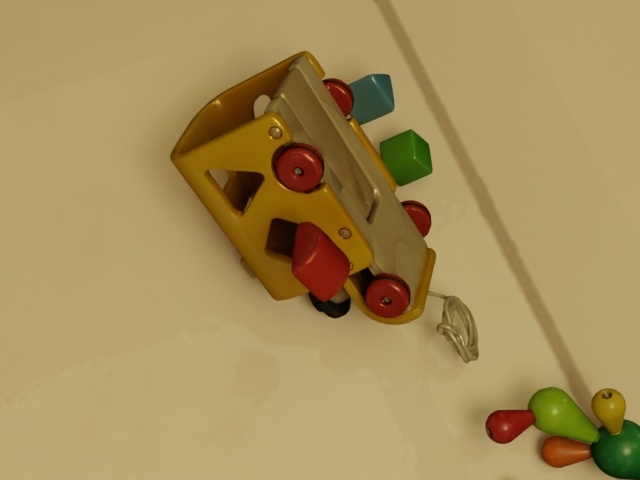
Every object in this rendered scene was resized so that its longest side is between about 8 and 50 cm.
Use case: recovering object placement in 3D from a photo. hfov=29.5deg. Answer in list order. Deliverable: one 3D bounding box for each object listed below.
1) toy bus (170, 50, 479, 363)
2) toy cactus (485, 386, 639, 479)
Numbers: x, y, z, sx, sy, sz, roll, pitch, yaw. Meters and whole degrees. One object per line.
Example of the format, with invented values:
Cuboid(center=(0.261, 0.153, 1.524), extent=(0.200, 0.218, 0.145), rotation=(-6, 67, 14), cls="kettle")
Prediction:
Cuboid(center=(-0.005, -0.012, 0.764), extent=(0.104, 0.191, 0.202), rotation=(-22, 69, 28), cls="toy bus")
Cuboid(center=(0.217, 0.168, 0.753), extent=(0.180, 0.112, 0.219), rotation=(-27, 68, -28), cls="toy cactus")
